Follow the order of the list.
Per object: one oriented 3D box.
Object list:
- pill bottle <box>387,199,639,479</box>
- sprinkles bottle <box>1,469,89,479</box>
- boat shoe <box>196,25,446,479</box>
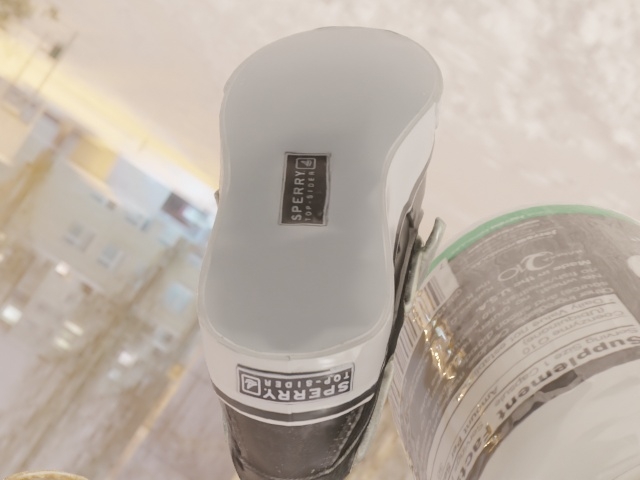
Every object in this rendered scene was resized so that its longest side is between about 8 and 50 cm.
[{"bbox_3d":[0.155,0.124,0.753,0.204,0.204,0.361,34,-168,-16],"label":"pill bottle"},{"bbox_3d":[-0.223,0.240,0.996,0.121,0.121,0.355,34,152,-10],"label":"sprinkles bottle"},{"bbox_3d":[0.004,0.000,0.719,0.113,0.105,0.306,1,-145,0],"label":"boat shoe"}]
